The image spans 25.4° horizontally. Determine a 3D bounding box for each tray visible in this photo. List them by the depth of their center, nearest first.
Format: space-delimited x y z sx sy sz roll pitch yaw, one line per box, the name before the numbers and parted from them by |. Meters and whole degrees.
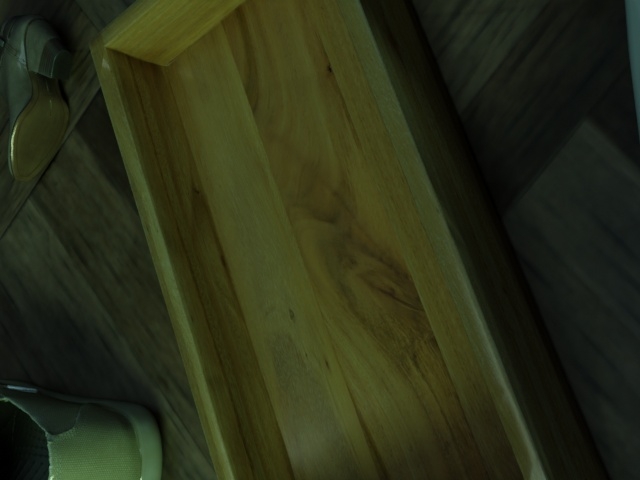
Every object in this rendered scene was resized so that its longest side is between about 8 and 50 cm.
tray | 0.000 0.000 0.849 0.203 0.076 0.411 -34 64 30

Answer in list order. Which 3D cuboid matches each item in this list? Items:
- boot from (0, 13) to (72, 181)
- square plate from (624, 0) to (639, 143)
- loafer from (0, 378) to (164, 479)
boot | -0.226 -0.112 1.076 0.087 0.042 0.118 29 99 45
square plate | 0.251 -0.038 0.584 0.347 0.049 0.344 -23 65 56
loafer | -0.229 0.144 0.994 0.269 0.092 0.102 -7 78 38
